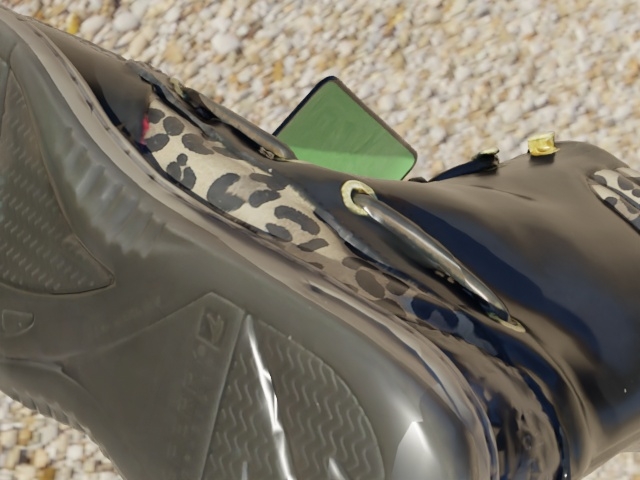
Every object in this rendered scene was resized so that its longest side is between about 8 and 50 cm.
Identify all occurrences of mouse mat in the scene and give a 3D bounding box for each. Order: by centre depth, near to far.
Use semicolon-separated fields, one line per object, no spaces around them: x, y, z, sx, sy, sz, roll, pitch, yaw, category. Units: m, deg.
-0.008;-0.033;1.003;0.152;0.190;0.007;-47;64;5;mouse mat

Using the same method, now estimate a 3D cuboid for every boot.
0.000;0.000;0.614;0.284;0.377;0.138;-6;119;-45;boot
